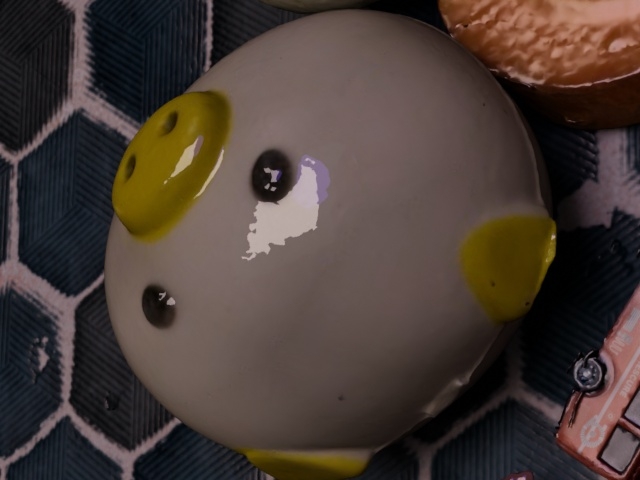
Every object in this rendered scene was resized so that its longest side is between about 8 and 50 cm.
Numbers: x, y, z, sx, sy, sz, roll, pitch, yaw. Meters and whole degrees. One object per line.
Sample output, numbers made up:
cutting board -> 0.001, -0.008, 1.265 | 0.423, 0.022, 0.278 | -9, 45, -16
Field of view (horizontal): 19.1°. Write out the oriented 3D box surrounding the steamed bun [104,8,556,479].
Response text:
steamed bun -> 0.004, 0.001, 1.499 | 0.374, 0.334, 0.334 | -50, 57, 25

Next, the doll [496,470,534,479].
doll -> 0.190, 0.298, 1.438 | 0.211, 0.093, 0.262 | -44, 59, 25

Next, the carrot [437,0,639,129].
carrot -> 0.241, -0.230, 1.498 | 0.307, 0.100, 0.258 | -30, 67, 26

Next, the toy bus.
toy bus -> 0.266, 0.073, 1.444 | 0.096, 0.073, 0.235 | 37, 104, 26

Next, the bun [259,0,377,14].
bun -> 0.007, -0.375, 1.585 | 0.361, 0.213, 0.361 | -42, 36, 40
